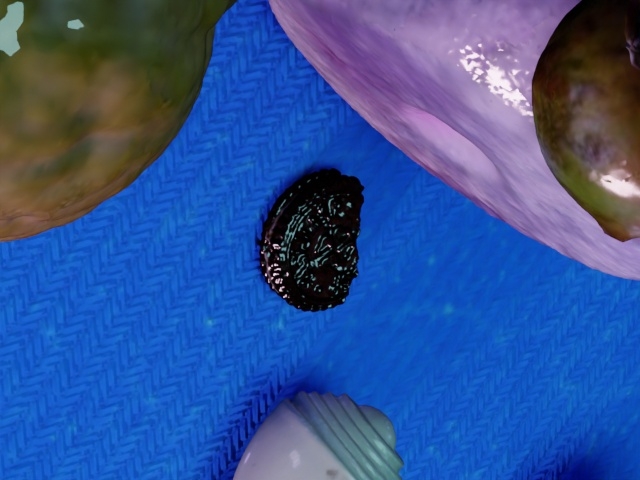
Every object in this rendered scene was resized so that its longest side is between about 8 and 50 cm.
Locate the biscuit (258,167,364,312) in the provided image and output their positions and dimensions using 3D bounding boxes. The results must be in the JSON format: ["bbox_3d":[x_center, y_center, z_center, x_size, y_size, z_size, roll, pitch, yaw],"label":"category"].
[{"bbox_3d":[0.000,0.000,1.161,0.089,0.027,0.087,-54,132,-4],"label":"biscuit"}]

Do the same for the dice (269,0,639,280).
[{"bbox_3d":[0.152,-0.160,1.040,0.271,0.270,0.270,-52,132,-7],"label":"dice"}]

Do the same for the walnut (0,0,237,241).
[{"bbox_3d":[-0.182,-0.144,0.781,0.344,0.306,0.306,2,110,-46],"label":"walnut"}]

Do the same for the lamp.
[{"bbox_3d":[-0.029,0.176,1.179,0.193,0.106,0.106,-42,131,-3],"label":"lamp"}]

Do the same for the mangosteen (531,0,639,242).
[{"bbox_3d":[0.277,-0.045,0.803,0.330,0.330,0.330,-17,120,-32],"label":"mangosteen"}]
